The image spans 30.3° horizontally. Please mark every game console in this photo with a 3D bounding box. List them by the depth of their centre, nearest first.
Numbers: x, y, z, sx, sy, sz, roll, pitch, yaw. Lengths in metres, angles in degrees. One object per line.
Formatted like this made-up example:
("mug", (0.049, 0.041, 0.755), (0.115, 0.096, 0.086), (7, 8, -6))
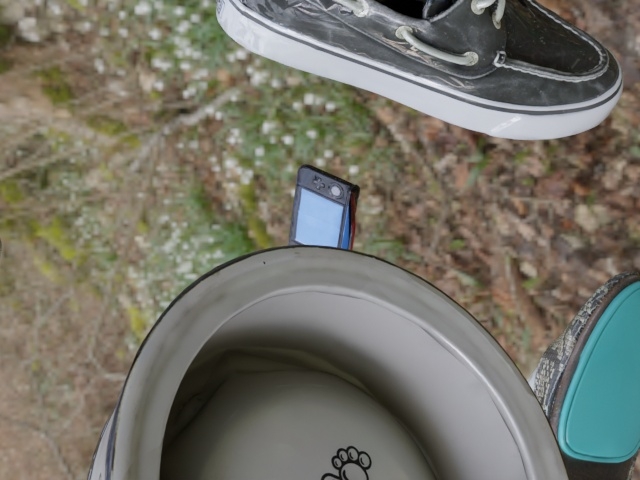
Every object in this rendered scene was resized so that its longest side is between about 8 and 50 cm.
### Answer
("game console", (0.000, 0.000, 1.447), (0.124, 0.085, 0.144), (25, 129, 21))

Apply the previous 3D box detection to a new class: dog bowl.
("dog bowl", (0.000, 0.218, 0.905), (0.150, 0.407, 0.408), (-38, 60, 49))

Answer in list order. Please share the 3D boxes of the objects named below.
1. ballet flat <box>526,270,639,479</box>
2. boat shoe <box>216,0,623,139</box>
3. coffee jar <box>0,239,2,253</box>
("ballet flat", (0.295, 0.275, 1.411), (0.182, 0.164, 0.483), (-7, 73, 57))
("boat shoe", (0.060, -0.109, 0.586), (0.070, 0.219, 0.078), (121, 155, -51))
("coffee jar", (-0.413, 0.032, 1.338), (0.184, 0.079, 0.096), (-149, 78, -78))
